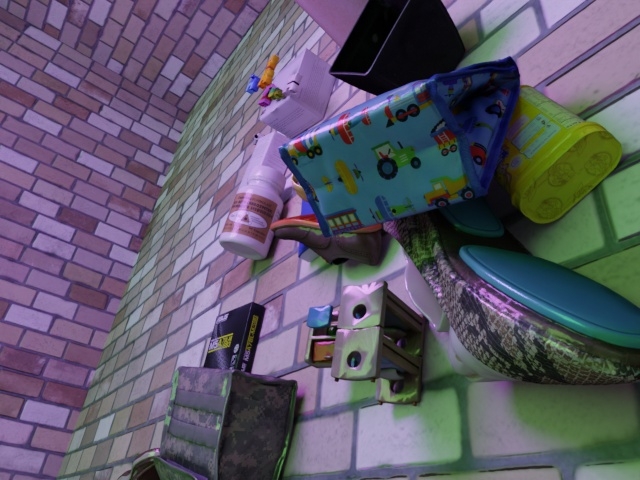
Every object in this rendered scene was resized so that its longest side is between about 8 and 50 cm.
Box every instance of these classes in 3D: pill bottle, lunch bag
[{"bbox_3d":[-0.171,-0.076,1.274,0.131,0.131,0.229,-14,54,55],"label":"pill bottle"},{"bbox_3d":[0.128,-0.148,0.637,0.221,0.138,0.293,-15,21,40],"label":"lunch bag"},{"bbox_3d":[-0.184,0.382,0.870,0.235,0.169,0.286,-15,61,51],"label":"lunch bag"}]

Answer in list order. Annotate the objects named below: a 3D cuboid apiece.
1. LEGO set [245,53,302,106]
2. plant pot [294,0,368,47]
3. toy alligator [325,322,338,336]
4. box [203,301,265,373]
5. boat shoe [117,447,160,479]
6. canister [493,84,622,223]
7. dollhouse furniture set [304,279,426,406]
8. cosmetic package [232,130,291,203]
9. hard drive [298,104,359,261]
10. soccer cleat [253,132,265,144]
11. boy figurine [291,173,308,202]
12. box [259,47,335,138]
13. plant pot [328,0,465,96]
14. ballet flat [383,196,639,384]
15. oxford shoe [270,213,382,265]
[{"bbox_3d":[-0.131,-0.444,1.318,0.227,0.087,0.093,10,76,59],"label":"LEGO set"},{"bbox_3d":[0.070,-0.624,1.154,0.334,0.306,0.333,-40,35,37],"label":"plant pot"},{"bbox_3d":[0.035,0.158,0.805,0.190,0.051,0.056,-25,46,50],"label":"toy alligator"},{"bbox_3d":[-0.215,0.254,1.157,0.191,0.045,0.184,-26,47,48],"label":"box"},{"bbox_3d":[-0.425,0.596,1.188,0.257,0.095,0.095,-50,44,35],"label":"boat shoe"},{"bbox_3d":[0.273,-0.118,0.618,0.126,0.073,0.169,-49,29,23],"label":"canister"},{"bbox_3d":[0.034,0.151,0.679,0.184,0.129,0.128,-12,54,34],"label":"dollhouse furniture set"},{"bbox_3d":[-0.166,-0.197,1.427,0.117,0.086,0.230,-1,67,60],"label":"cosmetic package"},{"bbox_3d":[0.030,-0.132,1.078,0.210,0.040,0.318,-38,36,39],"label":"hard drive"},{"bbox_3d":[-0.226,-0.364,1.722,0.083,0.036,0.029,-7,61,58],"label":"soccer cleat"},{"bbox_3d":[0.070,-0.130,0.892,0.285,0.092,0.177,-7,54,39],"label":"boy figurine"},{"bbox_3d":[-0.065,-0.424,1.410,0.181,0.119,0.181,-15,54,54],"label":"box"},{"bbox_3d":[0.157,-0.358,0.923,0.188,0.167,0.187,-61,28,7],"label":"plant pot"},{"bbox_3d":[0.183,0.049,0.576,0.482,0.164,0.181,-111,32,-62],"label":"ballet flat"},{"bbox_3d":[0.000,0.000,0.917,0.272,0.097,0.098,4,103,48],"label":"oxford shoe"}]
